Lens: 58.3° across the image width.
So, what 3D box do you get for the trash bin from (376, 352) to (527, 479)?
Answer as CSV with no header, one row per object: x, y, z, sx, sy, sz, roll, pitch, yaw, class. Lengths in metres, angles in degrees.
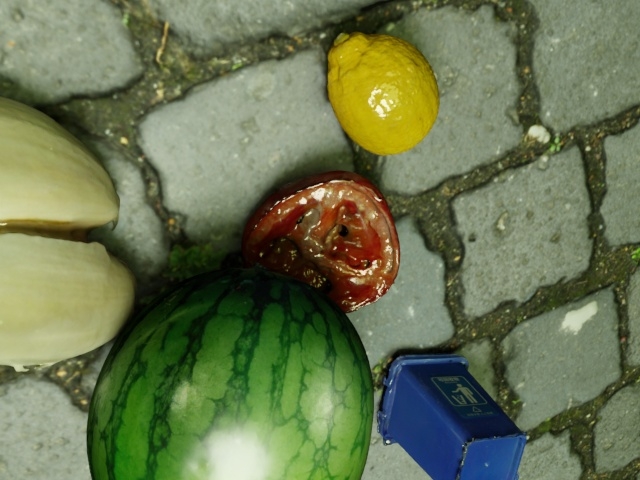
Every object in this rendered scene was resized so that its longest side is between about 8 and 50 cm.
0.207,0.309,0.938,0.162,0.234,0.184,2,107,-23,trash bin

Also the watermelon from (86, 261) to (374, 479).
-0.103,0.204,0.694,0.363,0.363,0.363,-7,111,-19,watermelon

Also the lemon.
0.081,-0.197,0.760,0.142,0.142,0.187,-43,120,-2,lemon

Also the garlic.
-0.360,0.001,0.641,0.313,0.286,0.249,8,150,-18,garlic

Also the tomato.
0.000,-0.004,0.824,0.228,0.101,0.228,-4,119,-8,tomato
